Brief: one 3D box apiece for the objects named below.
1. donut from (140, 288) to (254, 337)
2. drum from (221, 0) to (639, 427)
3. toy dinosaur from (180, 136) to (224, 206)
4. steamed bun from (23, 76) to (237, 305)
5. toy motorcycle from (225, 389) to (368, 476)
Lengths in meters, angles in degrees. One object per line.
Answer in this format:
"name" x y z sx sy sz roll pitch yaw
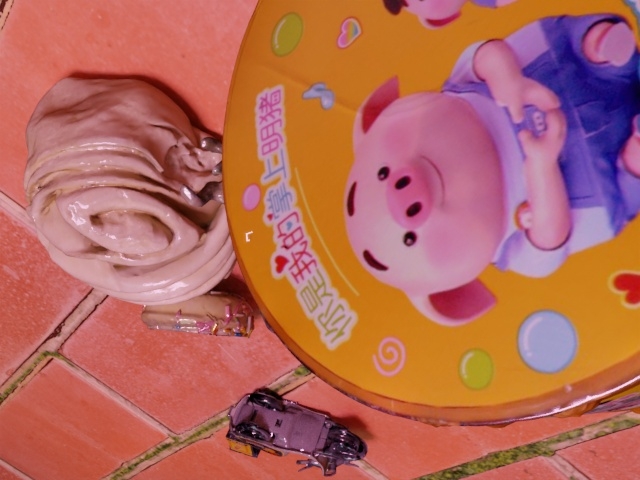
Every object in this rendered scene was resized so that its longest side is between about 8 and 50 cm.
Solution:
"donut" -0.180 0.106 1.014 0.175 0.068 0.174 4 173 1
"drum" 0.141 -0.086 0.483 0.431 0.431 0.214 -24 155 37
"toy dinosaur" -0.042 -0.059 0.715 0.162 0.294 0.077 30 123 8
"steamed bun" -0.244 -0.035 0.858 0.276 0.203 0.289 6 133 17
"toy motorcycle" -0.043 0.348 1.205 0.263 0.091 0.157 12 141 16
